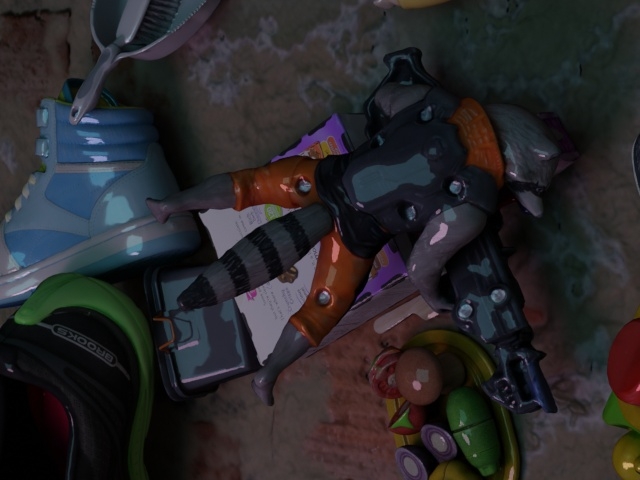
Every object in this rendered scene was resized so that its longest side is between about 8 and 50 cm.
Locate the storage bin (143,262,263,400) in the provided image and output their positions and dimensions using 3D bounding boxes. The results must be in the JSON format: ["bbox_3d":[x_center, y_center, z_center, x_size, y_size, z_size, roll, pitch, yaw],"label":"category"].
[{"bbox_3d":[-0.106,0.080,1.721,0.091,0.098,0.135,-15,84,28],"label":"storage bin"}]

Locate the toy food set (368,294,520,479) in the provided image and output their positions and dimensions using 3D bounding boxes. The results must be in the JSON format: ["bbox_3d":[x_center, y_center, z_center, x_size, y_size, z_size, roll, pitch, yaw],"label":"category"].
[{"bbox_3d":[0.093,0.150,1.571,0.128,0.071,0.217,-22,79,38],"label":"toy food set"}]

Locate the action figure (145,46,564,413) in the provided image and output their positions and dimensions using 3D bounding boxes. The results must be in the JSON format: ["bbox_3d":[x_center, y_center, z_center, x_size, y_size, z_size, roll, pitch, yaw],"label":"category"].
[{"bbox_3d":[0.062,0.009,1.457,0.330,0.178,0.341,-31,75,8],"label":"action figure"}]

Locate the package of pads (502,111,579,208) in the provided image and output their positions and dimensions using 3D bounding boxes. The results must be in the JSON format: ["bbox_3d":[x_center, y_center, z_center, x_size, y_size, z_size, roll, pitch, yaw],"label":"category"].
[{"bbox_3d":[0.175,-0.068,1.514,0.083,0.032,0.050,-37,73,35],"label":"package of pads"}]

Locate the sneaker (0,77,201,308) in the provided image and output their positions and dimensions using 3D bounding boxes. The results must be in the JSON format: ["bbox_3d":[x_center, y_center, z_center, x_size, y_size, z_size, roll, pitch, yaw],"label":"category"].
[{"bbox_3d":[-0.274,-0.048,1.826,0.319,0.127,0.208,-17,84,29],"label":"sneaker"}]

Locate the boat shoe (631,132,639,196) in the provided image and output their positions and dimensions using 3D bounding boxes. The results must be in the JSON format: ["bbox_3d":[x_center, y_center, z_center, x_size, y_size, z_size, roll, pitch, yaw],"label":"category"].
[{"bbox_3d":[0.302,0.013,1.287,0.095,0.079,0.254,-30,71,15],"label":"boat shoe"}]

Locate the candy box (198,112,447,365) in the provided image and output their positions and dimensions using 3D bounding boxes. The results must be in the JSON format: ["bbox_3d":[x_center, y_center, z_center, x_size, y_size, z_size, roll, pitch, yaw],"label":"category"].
[{"bbox_3d":[0.000,0.000,1.637,0.196,0.070,0.164,-33,73,35],"label":"candy box"}]

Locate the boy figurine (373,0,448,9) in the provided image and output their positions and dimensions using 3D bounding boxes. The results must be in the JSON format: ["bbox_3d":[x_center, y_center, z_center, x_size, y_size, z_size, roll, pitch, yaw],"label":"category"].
[{"bbox_3d":[0.093,-0.277,1.530,0.285,0.092,0.177,30,109,37],"label":"boy figurine"}]

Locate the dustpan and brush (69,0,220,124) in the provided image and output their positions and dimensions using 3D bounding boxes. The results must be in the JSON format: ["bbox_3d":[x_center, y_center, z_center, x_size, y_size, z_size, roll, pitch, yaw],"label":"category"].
[{"bbox_3d":[-0.185,-0.202,1.737,0.147,0.060,0.211,21,87,36],"label":"dustpan and brush"}]

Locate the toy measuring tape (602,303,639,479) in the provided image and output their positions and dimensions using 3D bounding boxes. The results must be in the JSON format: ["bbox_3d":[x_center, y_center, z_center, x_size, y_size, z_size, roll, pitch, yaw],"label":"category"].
[{"bbox_3d":[0.307,0.047,1.363,0.121,0.121,0.330,31,106,34],"label":"toy measuring tape"}]

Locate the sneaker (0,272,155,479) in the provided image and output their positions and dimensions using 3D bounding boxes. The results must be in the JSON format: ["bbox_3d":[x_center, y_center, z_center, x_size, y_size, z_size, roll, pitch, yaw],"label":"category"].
[{"bbox_3d":[-0.256,0.273,1.750,0.185,0.202,0.482,7,114,38],"label":"sneaker"}]
